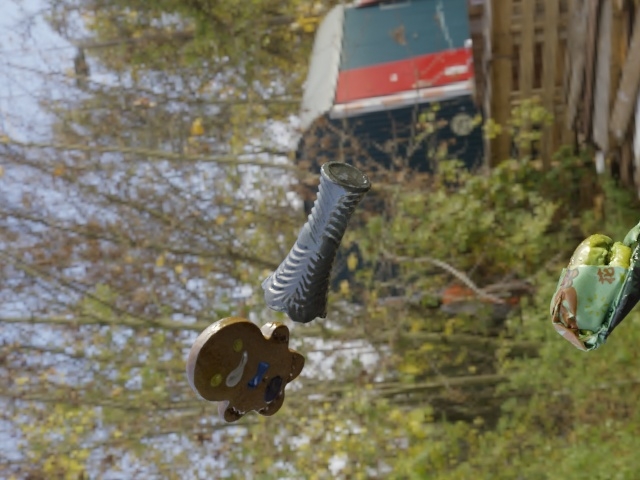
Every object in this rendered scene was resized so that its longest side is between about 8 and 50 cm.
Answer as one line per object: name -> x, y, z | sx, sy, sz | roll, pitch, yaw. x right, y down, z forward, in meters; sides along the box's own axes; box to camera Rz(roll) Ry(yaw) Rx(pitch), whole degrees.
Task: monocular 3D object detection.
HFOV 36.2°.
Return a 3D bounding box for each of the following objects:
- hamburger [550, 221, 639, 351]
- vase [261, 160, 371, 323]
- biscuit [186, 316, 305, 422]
hamburger -> 0.447, 0.059, 1.567 | 0.214, 0.125, 0.235 | -46, -22, -78
vase -> 0.000, 0.000, 1.473 | 0.115, 0.115, 0.237 | -85, 16, -59
biscuit -> -0.117, 0.203, 1.544 | 0.236, 0.039, 0.180 | 31, -92, -47
